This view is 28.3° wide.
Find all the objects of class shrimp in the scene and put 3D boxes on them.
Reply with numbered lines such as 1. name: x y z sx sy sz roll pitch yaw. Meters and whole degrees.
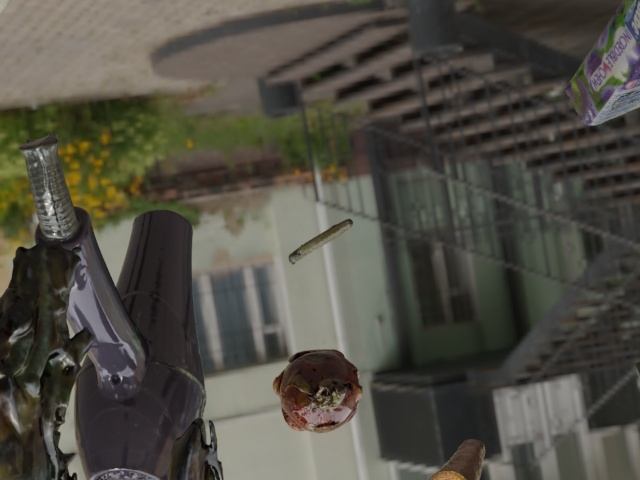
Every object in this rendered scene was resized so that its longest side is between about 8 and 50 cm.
1. shrimp: -0.157 0.178 0.867 0.233 0.365 0.071 -2 -168 -36

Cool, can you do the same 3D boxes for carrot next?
1. carrot: 0.186 0.297 1.653 0.061 0.061 0.210 -9 -175 17

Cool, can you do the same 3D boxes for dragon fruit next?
1. dragon fruit: 0.004 0.213 1.809 0.125 0.125 0.246 8 173 -10

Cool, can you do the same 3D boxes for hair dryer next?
1. hair dryer: -0.181 0.026 1.109 0.121 0.301 0.361 -4 141 7

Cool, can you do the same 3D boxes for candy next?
1. candy: 0.286 -0.183 1.040 0.088 0.061 0.312 -22 167 -12

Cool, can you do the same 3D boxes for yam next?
1. yam: 0.000 0.000 1.366 0.014 0.014 0.107 -9 164 -44

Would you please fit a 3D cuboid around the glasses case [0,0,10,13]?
1. glasses case: -0.330 -0.255 0.834 0.131 0.070 0.313 29 162 31

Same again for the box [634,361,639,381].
1. box: 0.212 0.094 0.691 0.063 0.060 0.084 -20 -159 14
